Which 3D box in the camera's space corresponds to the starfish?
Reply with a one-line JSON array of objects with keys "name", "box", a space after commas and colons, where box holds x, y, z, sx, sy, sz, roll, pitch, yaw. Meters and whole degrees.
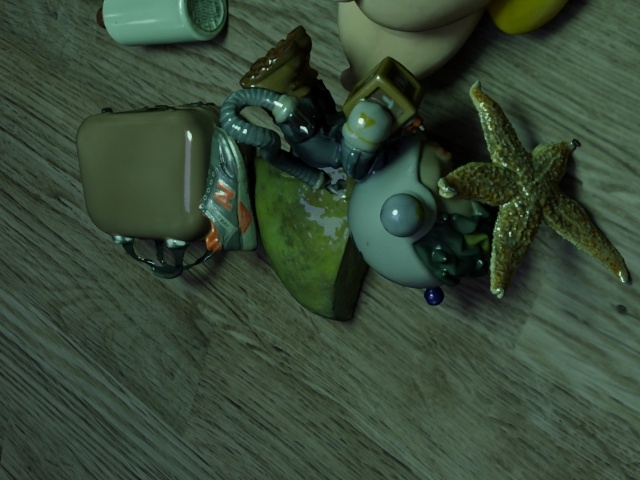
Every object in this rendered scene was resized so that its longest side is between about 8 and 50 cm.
[{"name": "starfish", "box": [0.235, -0.037, 1.046, 0.295, 0.231, 0.048, 51, 148, -3]}]

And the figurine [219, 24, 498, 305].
[{"name": "figurine", "box": [0.078, -0.091, 1.093, 0.186, 0.261, 0.382, -29, 111, 37]}]

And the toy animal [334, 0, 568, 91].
[{"name": "toy animal", "box": [0.098, -0.345, 1.059, 0.345, 0.247, 0.277, -19, 85, 40]}]

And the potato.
[{"name": "potato", "box": [0.000, 0.000, 1.300, 0.269, 0.112, 0.255, 2, 100, 41]}]

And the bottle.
[{"name": "bottle", "box": [-0.269, -0.365, 1.450, 0.245, 0.104, 0.104, 6, 102, 38]}]

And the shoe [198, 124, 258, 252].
[{"name": "shoe", "box": [-0.144, -0.069, 1.322, 0.074, 0.077, 0.194, -140, 39, -66]}]

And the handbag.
[{"name": "handbag", "box": [-0.252, -0.079, 1.468, 0.302, 0.149, 0.283, 3, 98, 37]}]
